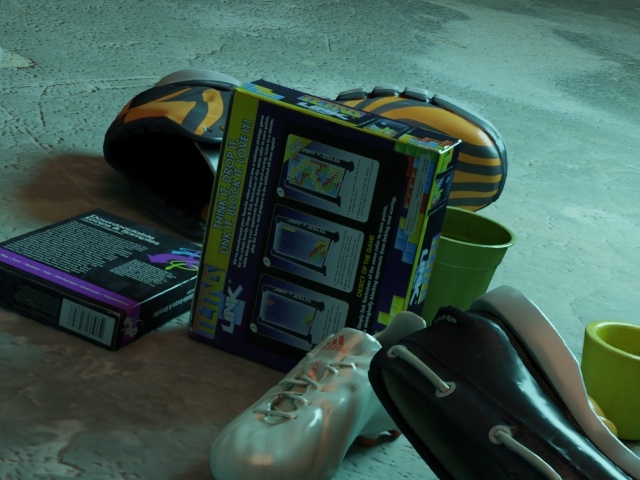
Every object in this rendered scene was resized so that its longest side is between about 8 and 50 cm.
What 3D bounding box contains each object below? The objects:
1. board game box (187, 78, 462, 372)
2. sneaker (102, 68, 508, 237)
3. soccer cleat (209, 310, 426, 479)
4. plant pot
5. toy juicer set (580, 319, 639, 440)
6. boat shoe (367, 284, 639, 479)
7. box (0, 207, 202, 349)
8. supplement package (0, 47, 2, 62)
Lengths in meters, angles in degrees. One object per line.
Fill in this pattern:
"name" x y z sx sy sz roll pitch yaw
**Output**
"board game box" 0.000 0.000 1.030 0.141 0.170 0.048 20 21 19
"sneaker" -0.020 -0.051 1.292 0.321 0.125 0.180 6 20 14
"soccer cleat" 0.001 0.089 0.915 0.068 0.076 0.196 21 20 24
"plant pot" 0.088 0.025 1.161 0.083 0.079 0.083 12 17 -4
"toy juicer set" 0.259 0.134 0.934 0.329 0.089 0.209 25 21 32
"boat shoe" 0.122 0.143 0.806 0.091 0.114 0.302 -22 38 -13
"box" -0.143 0.022 1.098 0.116 0.029 0.162 20 21 20
"supplement package" -0.293 -0.009 0.845 0.175 0.178 0.293 13 18 0
